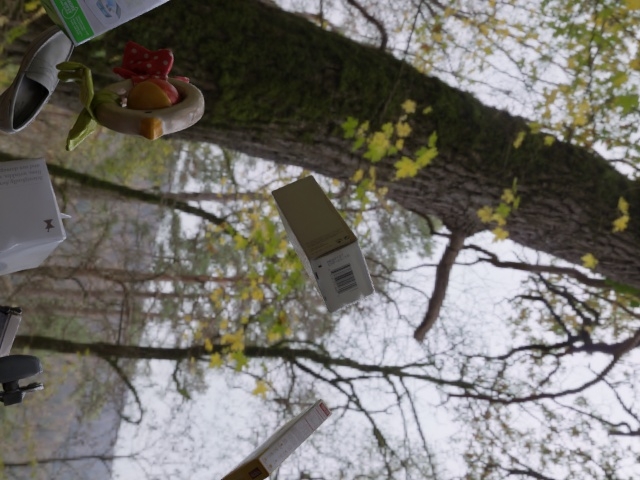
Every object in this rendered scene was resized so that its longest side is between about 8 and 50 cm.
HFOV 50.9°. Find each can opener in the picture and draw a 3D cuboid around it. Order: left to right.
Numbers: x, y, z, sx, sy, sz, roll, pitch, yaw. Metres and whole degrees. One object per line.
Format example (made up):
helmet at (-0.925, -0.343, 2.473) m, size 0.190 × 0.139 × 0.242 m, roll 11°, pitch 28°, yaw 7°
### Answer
can opener at (-0.626, 0.261, 1.151) m, size 0.076 × 0.284 × 0.095 m, roll 164°, pitch -83°, yaw -70°

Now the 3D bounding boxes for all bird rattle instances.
bird rattle at (-0.276, -0.212, 1.044) m, size 0.207 × 0.253 × 0.143 m, roll 23°, pitch -60°, yaw 23°

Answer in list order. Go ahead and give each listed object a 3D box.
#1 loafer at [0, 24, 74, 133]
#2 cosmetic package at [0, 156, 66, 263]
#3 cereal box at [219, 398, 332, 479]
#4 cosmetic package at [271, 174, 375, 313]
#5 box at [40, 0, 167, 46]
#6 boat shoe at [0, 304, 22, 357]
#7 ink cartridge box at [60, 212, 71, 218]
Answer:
loafer at (-0.731, -0.416, 1.746) m, size 0.112 × 0.112 × 0.319 m, roll 23°, pitch -98°, yaw 37°
cosmetic package at (-0.622, -0.022, 1.243) m, size 0.385 × 0.217 × 0.156 m, roll -21°, pitch -96°, yaw 58°
cereal box at (-0.097, 0.433, 1.393) m, size 0.047 × 0.240 × 0.173 m, roll 52°, pitch -55°, yaw 6°
cosmetic package at (0.000, 0.000, 1.485) m, size 0.309 × 0.113 × 0.160 m, roll -120°, pitch -172°, yaw -53°
box at (-0.488, -0.560, 1.453) m, size 0.262 × 0.231 × 0.126 m, roll 43°, pitch -21°, yaw 45°
boat shoe at (-0.910, 0.323, 1.756) m, size 0.127 × 0.158 × 0.340 m, roll -23°, pitch -128°, yaw 60°
ink cartridge box at (-0.721, -0.029, 1.660) m, size 0.104 × 0.180 × 0.060 m, roll 36°, pitch 48°, yaw -77°
